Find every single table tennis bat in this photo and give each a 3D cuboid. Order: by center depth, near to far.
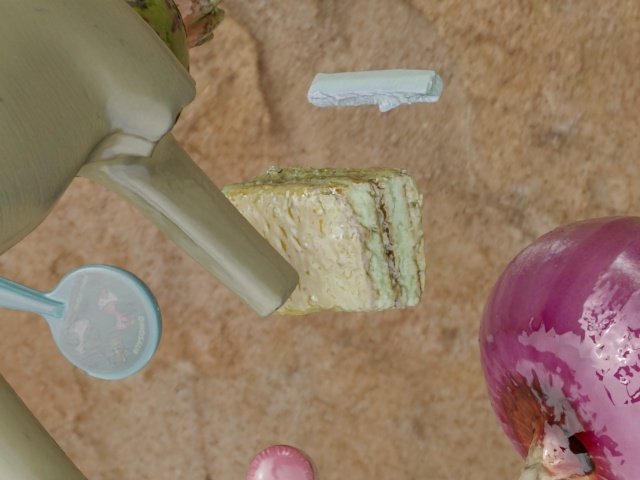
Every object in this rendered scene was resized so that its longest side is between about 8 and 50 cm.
[{"bbox_3d":[-0.263,0.077,1.371,0.201,0.033,0.124,15,103,11],"label":"table tennis bat"}]

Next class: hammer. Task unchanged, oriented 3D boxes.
[{"bbox_3d":[-0.020,0.137,0.736,0.043,0.043,0.083,21,170,6],"label":"hammer"}]

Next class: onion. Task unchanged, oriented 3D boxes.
[{"bbox_3d":[0.305,0.149,1.308,0.358,0.345,0.358,12,105,50],"label":"onion"}]

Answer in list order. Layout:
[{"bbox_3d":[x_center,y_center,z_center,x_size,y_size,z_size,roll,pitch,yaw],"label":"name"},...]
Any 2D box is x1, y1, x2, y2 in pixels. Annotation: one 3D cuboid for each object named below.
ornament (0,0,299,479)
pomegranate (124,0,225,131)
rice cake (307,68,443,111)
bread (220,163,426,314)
[{"bbox_3d":[-0.105,-0.045,0.414,0.245,0.230,0.061,47,138,-9],"label":"ornament"},{"bbox_3d":[-0.144,-0.126,0.842,0.159,0.205,0.159,26,133,32],"label":"pomegranate"},{"bbox_3d":[0.055,-0.161,1.387,0.180,0.042,0.030,4,155,45],"label":"rice cake"},{"bbox_3d":[0.000,0.000,1.191,0.196,0.102,0.138,4,116,45],"label":"bread"}]
